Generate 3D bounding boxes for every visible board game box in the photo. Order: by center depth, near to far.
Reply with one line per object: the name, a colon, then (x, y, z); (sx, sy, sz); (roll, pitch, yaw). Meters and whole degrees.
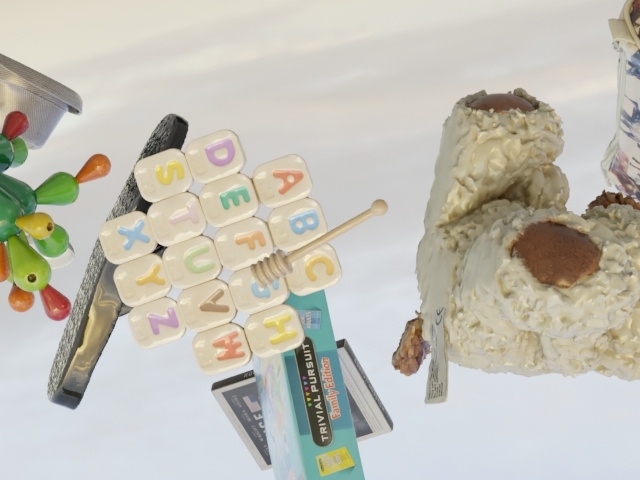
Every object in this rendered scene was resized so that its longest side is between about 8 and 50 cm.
board game box: (-0.020, 0.248, 1.937); (0.079, 0.336, 0.254); (-7, 155, -11)

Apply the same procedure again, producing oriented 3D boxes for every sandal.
sandal: (-0.256, 0.033, 1.984); (0.107, 0.446, 0.167); (19, -164, -17)

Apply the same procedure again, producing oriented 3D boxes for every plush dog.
plush dog: (0.189, 0.039, 1.058); (0.225, 0.211, 0.262); (12, -148, -16)

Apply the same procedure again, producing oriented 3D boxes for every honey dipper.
honey dipper: (0.000, 0.000, 1.500); (0.160, 0.030, 0.030); (-30, -170, 14)

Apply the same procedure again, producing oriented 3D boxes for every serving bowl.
serving bowl: (-0.370, 0.010, 1.919); (0.083, 0.027, 0.083); (-4, 153, -2)

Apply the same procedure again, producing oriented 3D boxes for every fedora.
fedora: (-0.512, -0.225, 2.236); (0.275, 0.124, 0.244); (26, 176, -3)

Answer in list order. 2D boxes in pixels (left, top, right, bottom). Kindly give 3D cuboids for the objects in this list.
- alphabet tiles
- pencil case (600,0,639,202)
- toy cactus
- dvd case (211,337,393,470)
alphabet tiles: (-0.125, 0.016, 1.764); (0.278, 0.284, 0.021); (-19, 180, 9)
pencil case: (0.502, -0.212, 2.105); (0.183, 0.410, 0.160); (0, -121, 7)
toy cactus: (-0.251, -0.047, 1.141); (0.112, 0.180, 0.219); (-29, -142, 16)
dvd case: (-0.029, 0.263, 2.269); (0.238, 0.179, 0.029); (-20, -154, 19)
